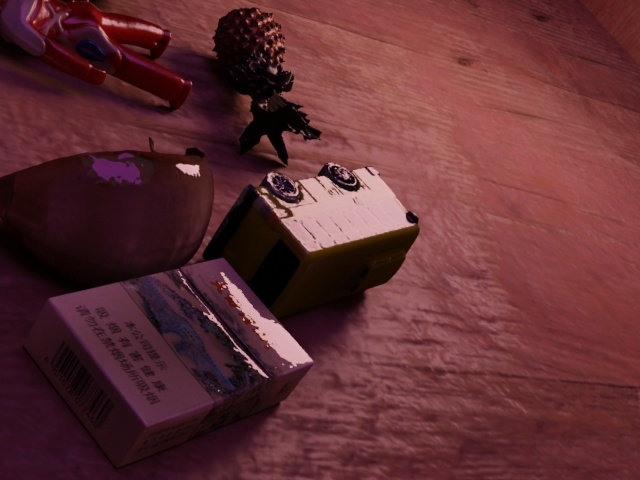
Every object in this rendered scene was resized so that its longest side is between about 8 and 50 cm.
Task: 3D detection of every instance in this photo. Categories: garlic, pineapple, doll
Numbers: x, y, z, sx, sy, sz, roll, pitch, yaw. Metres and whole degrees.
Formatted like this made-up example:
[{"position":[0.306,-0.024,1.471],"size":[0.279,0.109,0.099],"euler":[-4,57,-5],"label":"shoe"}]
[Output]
[{"position":[-0.205,-0.061,1.290],"size":[0.196,0.151,0.338],"euler":[30,26,16],"label":"garlic"},{"position":[-0.084,-0.227,1.679],"size":[0.277,0.119,0.130],"euler":[-107,178,-46],"label":"pineapple"},{"position":[-0.351,-0.287,1.510],"size":[0.384,0.099,0.188],"euler":[21,31,-36],"label":"doll"}]

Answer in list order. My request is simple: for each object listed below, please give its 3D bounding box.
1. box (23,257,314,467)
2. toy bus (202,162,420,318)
[{"position":[-0.146,0.114,1.156],"size":[0.164,0.069,0.256],"euler":[47,32,20],"label":"box"},{"position":[0.000,0.000,1.414],"size":[0.150,0.128,0.262],"euler":[48,33,21],"label":"toy bus"}]
